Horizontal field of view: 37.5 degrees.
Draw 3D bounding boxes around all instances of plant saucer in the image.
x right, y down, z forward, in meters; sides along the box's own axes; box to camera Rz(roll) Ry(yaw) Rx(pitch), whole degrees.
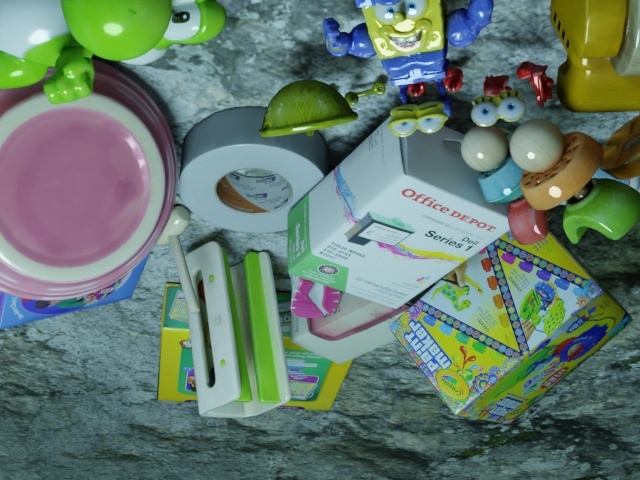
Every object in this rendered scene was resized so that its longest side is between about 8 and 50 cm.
[{"bbox_3d":[-0.334,-0.075,1.227,0.332,0.332,0.084,26,179,-33],"label":"plant saucer"}]

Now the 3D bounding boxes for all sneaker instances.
[{"bbox_3d":[0.000,0.000,1.521,0.103,0.111,0.252,9,123,-23],"label":"sneaker"}]

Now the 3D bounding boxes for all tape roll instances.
[{"bbox_3d":[-0.097,-0.099,1.393,0.219,0.072,0.219,1,146,0],"label":"tape roll"}]

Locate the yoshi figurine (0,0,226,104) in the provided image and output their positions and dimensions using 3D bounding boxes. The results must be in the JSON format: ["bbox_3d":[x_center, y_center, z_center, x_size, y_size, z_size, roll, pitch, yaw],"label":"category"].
[{"bbox_3d":[-0.288,-0.247,1.020,0.362,0.203,0.203,-4,135,20],"label":"yoshi figurine"}]

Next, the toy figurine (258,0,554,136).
[{"bbox_3d":[0.086,-0.258,1.143,0.363,0.191,0.217,-5,117,20],"label":"toy figurine"}]

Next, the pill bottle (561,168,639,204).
[{"bbox_3d":[0.411,-0.089,1.395,0.160,0.087,0.087,7,146,-10],"label":"pill bottle"}]

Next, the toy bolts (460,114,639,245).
[{"bbox_3d":[0.282,-0.108,1.139,0.158,0.218,0.228,44,158,-14],"label":"toy bolts"}]

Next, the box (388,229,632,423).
[{"bbox_3d":[0.308,0.130,1.489,0.279,0.177,0.290,-43,153,12],"label":"box"}]

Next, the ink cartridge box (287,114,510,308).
[{"bbox_3d":[0.110,-0.034,1.325,0.201,0.117,0.278,20,141,-27],"label":"ink cartridge box"}]

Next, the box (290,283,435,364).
[{"bbox_3d":[0.071,0.094,1.616,0.127,0.148,0.232,29,137,-36],"label":"box"}]

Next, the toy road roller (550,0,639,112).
[{"bbox_3d":[0.343,-0.220,0.986,0.203,0.329,0.240,-2,124,3],"label":"toy road roller"}]

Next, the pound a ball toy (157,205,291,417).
[{"bbox_3d":[-0.185,0.124,1.553,0.136,0.319,0.208,-28,153,36],"label":"pound a ball toy"}]

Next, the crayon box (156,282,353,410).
[{"bbox_3d":[-0.130,0.216,1.841,0.363,0.106,0.313,5,145,-8],"label":"crayon box"}]

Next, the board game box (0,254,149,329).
[{"bbox_3d":[-0.380,0.004,1.458,0.233,0.078,0.347,-13,155,-31],"label":"board game box"}]
